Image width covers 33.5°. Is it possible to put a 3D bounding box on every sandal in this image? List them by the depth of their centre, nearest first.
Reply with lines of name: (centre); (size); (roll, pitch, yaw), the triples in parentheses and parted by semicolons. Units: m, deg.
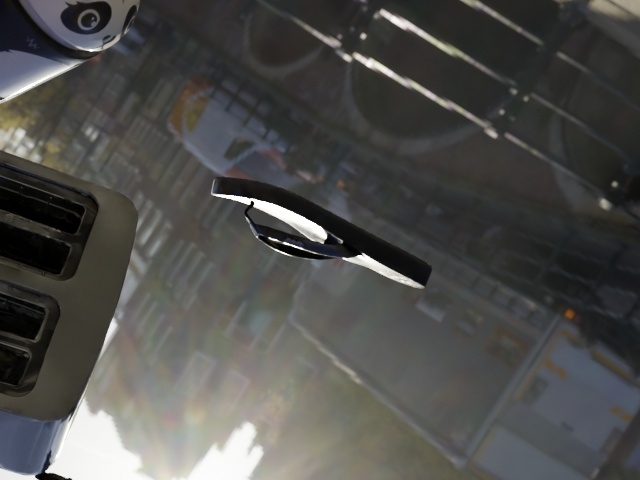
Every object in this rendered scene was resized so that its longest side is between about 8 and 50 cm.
sandal: (0.001, 0.000, 1.114); (0.254, 0.054, 0.097); (26, 173, -13)

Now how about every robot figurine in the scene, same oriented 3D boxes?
robot figurine: (-0.317, -0.241, 1.100); (0.173, 0.278, 0.209); (48, -147, -39)

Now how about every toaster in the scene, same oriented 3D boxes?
toaster: (-0.206, 0.043, 0.652); (0.186, 0.168, 0.110); (20, 147, -11)
